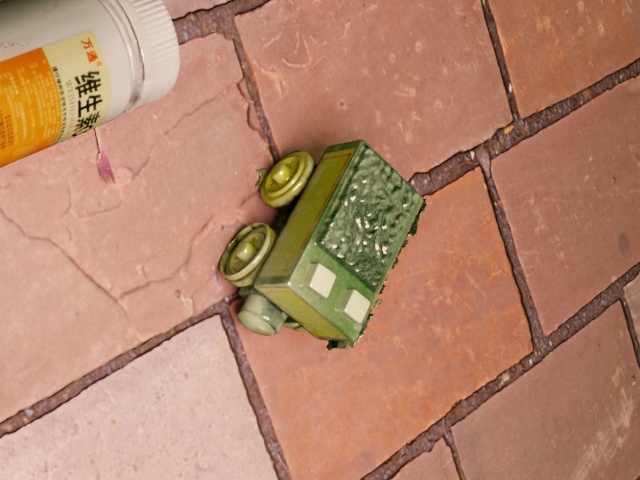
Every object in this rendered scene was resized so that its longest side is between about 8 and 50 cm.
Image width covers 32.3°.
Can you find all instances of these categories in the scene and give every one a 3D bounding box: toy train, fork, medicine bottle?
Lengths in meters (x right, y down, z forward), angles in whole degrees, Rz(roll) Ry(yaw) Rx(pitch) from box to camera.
[{"bbox_3d":[0.000,0.000,1.381,0.159,0.188,0.272,42,64,-30],"label":"toy train"},{"bbox_3d":[-0.257,-0.120,1.284,0.016,0.012,0.115,-14,92,-45],"label":"fork"},{"bbox_3d":[-0.313,-0.167,1.140,0.318,0.158,0.158,-30,106,-38],"label":"medicine bottle"}]
